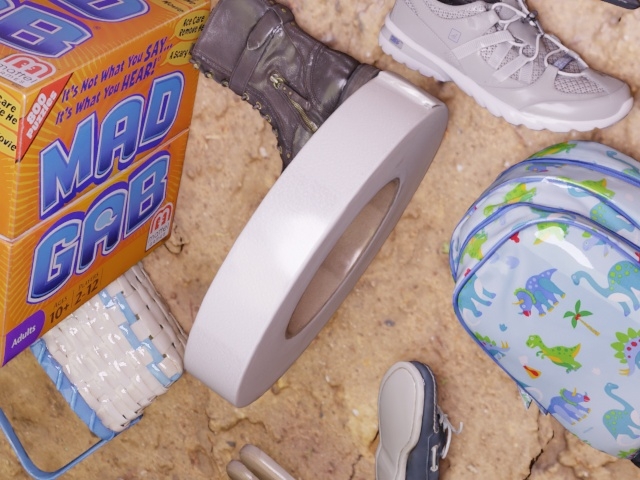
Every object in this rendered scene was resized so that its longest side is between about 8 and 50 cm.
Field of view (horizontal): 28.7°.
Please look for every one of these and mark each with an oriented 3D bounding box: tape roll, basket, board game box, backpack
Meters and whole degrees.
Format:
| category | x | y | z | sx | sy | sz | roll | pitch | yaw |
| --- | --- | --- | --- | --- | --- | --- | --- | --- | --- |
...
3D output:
| category | x | y | z | sx | sy | sz | roll | pitch | yaw |
| --- | --- | --- | --- | --- | --- | --- | --- | --- | --- |
| tape roll | 0.000 | 0.000 | 1.322 | 0.072 | 0.392 | 0.392 | 34 | 127 | 10 |
| basket | -0.332 | 0.165 | 1.698 | 0.289 | 0.201 | 0.254 | -29 | 99 | 6 |
| board game box | -0.396 | -0.142 | 1.490 | 0.356 | 0.356 | 0.356 | 25 | 125 | 16 |
| backpack | 0.304 | 0.062 | 1.292 | 0.355 | 0.273 | 0.290 | 53 | 136 | 11 |

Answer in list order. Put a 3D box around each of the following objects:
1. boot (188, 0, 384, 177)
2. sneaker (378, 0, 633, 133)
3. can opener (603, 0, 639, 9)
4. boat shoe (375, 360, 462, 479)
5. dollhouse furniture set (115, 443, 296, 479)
| category | x | y | z | sx | sy | sz | roll | pitch | yaw |
| --- | --- | --- | --- | --- | --- | --- | --- | --- | --- |
| boot | -0.059 | -0.162 | 1.467 | 0.229 | 0.091 | 0.263 | 34 | 119 | 13 |
| sneaker | 0.191 | -0.200 | 1.283 | 0.281 | 0.105 | 0.115 | 25 | 125 | 17 |
| can opener | 0.238 | -0.279 | 1.246 | 0.186 | 0.073 | 0.059 | 29 | 118 | 2 |
| boat shoe | 0.122 | 0.245 | 1.564 | 0.095 | 0.079 | 0.254 | -126 | 30 | -49 |
| dollhouse furniture set | -0.230 | 0.452 | 1.729 | 0.256 | 0.362 | 0.394 | 40 | 158 | 3 |
